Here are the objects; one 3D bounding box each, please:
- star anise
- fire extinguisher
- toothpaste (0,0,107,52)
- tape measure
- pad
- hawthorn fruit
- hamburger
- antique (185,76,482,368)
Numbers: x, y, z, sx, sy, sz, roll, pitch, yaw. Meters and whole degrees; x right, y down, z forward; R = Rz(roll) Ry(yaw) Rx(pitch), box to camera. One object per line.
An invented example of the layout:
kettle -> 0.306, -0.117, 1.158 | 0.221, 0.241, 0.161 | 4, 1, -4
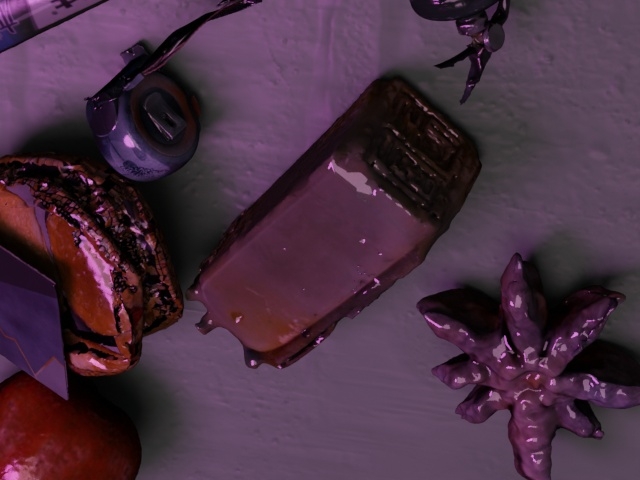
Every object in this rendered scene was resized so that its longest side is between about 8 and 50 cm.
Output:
star anise -> 0.197, 0.114, 1.798 | 0.229, 0.093, 0.236 | 7, 118, 7
fire extinguisher -> 0.099, -0.258, 1.608 | 0.093, 0.118, 0.294 | 9, 128, 47
toothpaste -> -0.267, -0.209, 1.721 | 0.392, 0.061, 0.098 | -20, 116, 22
tape measure -> -0.112, -0.129, 1.711 | 0.180, 0.104, 0.107 | -30, 106, 25
pad -> -0.322, 0.036, 1.812 | 0.243, 0.004, 0.163 | 31, 143, 25
hawthorn fruit -> -0.268, 0.213, 1.888 | 0.169, 0.169, 0.188 | 38, 79, -11
hamburger -> -0.229, 0.019, 1.797 | 0.231, 0.107, 0.231 | 27, 139, 26
antique -> 0.000, 0.000, 1.759 | 0.125, 0.150, 0.284 | 41, 126, -8
